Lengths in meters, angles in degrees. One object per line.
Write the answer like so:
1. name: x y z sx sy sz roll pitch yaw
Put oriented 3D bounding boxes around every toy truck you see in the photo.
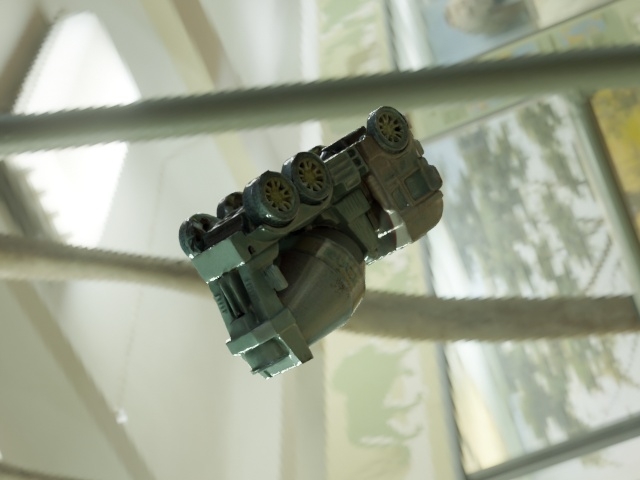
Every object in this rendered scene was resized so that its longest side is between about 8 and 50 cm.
1. toy truck: 0.000 0.000 1.090 0.257 0.108 0.140 -33 -87 -46
